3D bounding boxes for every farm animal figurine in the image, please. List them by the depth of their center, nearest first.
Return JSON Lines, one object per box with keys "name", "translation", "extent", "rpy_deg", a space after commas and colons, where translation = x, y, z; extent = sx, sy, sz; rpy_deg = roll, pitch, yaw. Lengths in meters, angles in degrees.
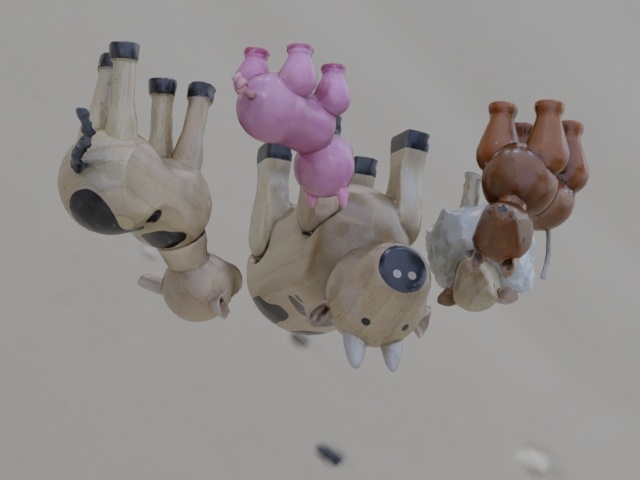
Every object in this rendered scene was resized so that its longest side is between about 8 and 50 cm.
{"name": "farm animal figurine", "translation": [0.000, 0.000, 1.067], "extent": [0.330, 0.327, 0.172], "rpy_deg": [7, 79, -2]}
